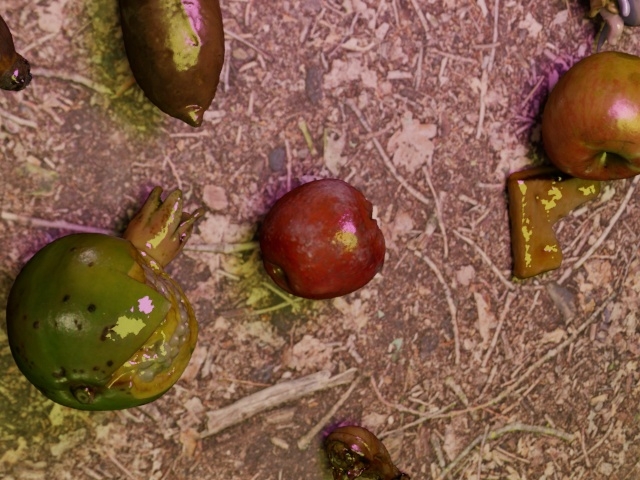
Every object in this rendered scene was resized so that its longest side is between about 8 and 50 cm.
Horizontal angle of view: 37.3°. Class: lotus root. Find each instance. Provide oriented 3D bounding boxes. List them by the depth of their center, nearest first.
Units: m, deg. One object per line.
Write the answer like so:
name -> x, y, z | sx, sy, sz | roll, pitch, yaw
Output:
lotus root -> -0.424, -0.235, 1.074 | 0.209, 0.120, 0.120 | 27, 90, -24

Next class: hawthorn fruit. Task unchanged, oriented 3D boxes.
hawthorn fruit -> 0.000, 0.000, 1.292 | 0.172, 0.173, 0.173 | -5, 103, -23

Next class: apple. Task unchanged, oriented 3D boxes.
apple -> 0.434, -0.189, 1.428 | 0.195, 0.196, 0.196 | -5, 103, -23

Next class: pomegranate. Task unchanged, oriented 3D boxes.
pomegranate -> -0.254, 0.066, 1.182 | 0.236, 0.236, 0.302 | 36, 55, -26

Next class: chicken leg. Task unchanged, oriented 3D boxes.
chicken leg -> 0.075, 0.348, 1.458 | 0.178, 0.070, 0.093 | 38, 85, -36

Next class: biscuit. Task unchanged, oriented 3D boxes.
biscuit -> 0.376, -0.035, 1.520 | 0.174, 0.039, 0.184 | -10, 105, -24

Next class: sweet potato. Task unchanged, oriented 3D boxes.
sweet potato -> -0.185, -0.350, 1.157 | 0.130, 0.130, 0.423 | -4, 97, -23

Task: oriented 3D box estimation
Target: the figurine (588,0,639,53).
figurine -> 0.439, -0.382, 1.424 | 0.128, 0.183, 0.208 | -47, 152, -16
